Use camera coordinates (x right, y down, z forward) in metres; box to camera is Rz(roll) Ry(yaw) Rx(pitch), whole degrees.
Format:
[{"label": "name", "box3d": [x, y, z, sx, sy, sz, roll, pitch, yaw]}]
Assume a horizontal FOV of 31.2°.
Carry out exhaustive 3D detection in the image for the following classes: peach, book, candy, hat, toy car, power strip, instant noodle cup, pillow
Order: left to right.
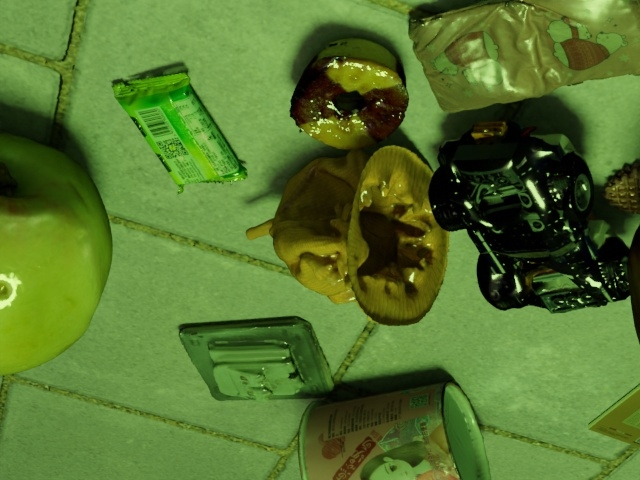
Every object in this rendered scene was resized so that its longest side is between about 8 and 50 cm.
[{"label": "peach", "box3d": [-0.404, 0.014, 1.419, 0.314, 0.281, 0.315, 32, 142, 26]}, {"label": "candy", "box3d": [-0.167, -0.130, 1.388, 0.102, 0.032, 0.178, -13, 135, 20]}, {"label": "power strip", "box3d": [-0.097, 0.203, 1.756, 0.213, 0.064, 0.198, -5, 138, 17]}, {"label": "hat", "box3d": [0.000, 0.000, 1.397, 0.233, 0.244, 0.233, 1, 136, 32]}, {"label": "instant noodle cup", "box3d": [0.120, 0.335, 1.757, 0.231, 0.243, 0.243, -18, 134, 20]}, {"label": "pillow", "box3d": [0.219, -0.209, 1.204, 0.248, 0.049, 0.135, -9, 137, 28]}, {"label": "toy car", "box3d": [0.255, -0.026, 1.353, 0.193, 0.118, 0.301, 0, 139, 38]}, {"label": "book", "box3d": [0.506, 0.267, 1.756, 0.118, 0.012, 0.172, 20, 140, -13]}]

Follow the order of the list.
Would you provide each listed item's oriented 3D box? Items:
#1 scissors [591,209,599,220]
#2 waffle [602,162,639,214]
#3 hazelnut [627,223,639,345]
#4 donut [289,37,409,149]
[{"label": "scissors", "box3d": [0.327, -0.036, 1.419, 0.119, 0.014, 0.058, 38, 137, -28]}, {"label": "waffle", "box3d": [0.381, -0.060, 1.369, 0.083, 0.029, 0.075, 21, 139, -11]}, {"label": "hazelnut", "box3d": [0.522, 0.058, 1.231, 0.402, 0.402, 0.429, -7, 130, 19]}, {"label": "donut", "box3d": [0.033, -0.167, 1.282, 0.140, 0.059, 0.140, 5, 140, 4]}]
